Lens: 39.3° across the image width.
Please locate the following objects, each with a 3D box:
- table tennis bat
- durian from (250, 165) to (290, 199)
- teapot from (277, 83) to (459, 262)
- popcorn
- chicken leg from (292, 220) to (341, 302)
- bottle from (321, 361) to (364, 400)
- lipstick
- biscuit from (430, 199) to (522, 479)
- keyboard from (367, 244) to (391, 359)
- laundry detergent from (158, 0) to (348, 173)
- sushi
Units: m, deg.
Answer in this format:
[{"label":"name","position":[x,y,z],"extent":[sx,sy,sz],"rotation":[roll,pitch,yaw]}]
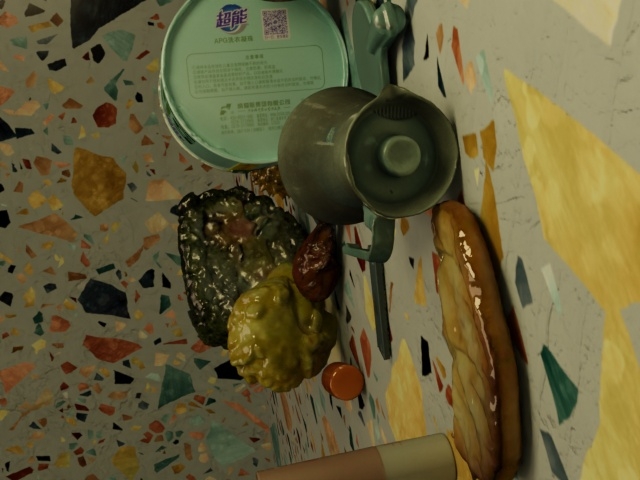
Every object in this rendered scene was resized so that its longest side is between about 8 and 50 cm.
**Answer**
[{"label":"table tennis bat","position":[0.069,-0.246,1.145],"extent":[0.244,0.040,0.153],"rotation":[135,124,-82]},{"label":"durian","position":[-0.087,-0.177,1.826],"extent":[0.250,0.137,0.183],"rotation":[-120,13,-78]},{"label":"teapot","position":[0.052,-0.081,1.036],"extent":[0.225,0.170,0.203],"rotation":[-163,76,-72]},{"label":"popcorn","position":[-0.086,0.174,1.779],"extent":[0.192,0.233,0.266],"rotation":[-24,43,43]},{"label":"chicken leg","position":[0.000,0.000,1.642],"extent":[0.304,0.093,0.113],"rotation":[99,171,-49]},{"label":"bottle","position":[0.036,0.267,1.731],"extent":[0.187,0.069,0.069],"rotation":[155,105,-82]},{"label":"lipstick","position":[0.046,0.310,1.172],"extent":[0.070,0.254,0.070],"rotation":[171,90,-80]},{"label":"biscuit","position":[0.163,0.109,0.935],"extent":[0.154,0.045,0.299],"rotation":[-151,53,-78]},{"label":"keyboard","position":[0.091,0.097,1.405],"extent":[0.055,0.014,0.176],"rotation":[-126,28,-69]},{"label":"laundry detergent","position":[-0.122,-0.258,1.480],"extent":[0.305,0.287,0.287],"rotation":[-174,75,-79]},{"label":"sushi","position":[-0.163,0.058,1.987],"extent":[0.178,0.294,0.352],"rotation":[114,143,-68]}]
